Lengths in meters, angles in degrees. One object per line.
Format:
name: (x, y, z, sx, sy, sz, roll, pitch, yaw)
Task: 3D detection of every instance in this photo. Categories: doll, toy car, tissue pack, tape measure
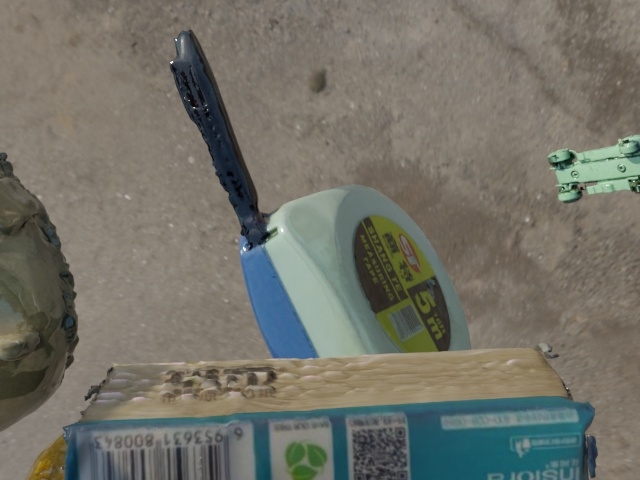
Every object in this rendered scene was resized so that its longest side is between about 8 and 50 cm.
doll: (-0.341, 0.001, 0.743, 0.247, 0.247, 0.350, -28, 51, 1)
toy car: (0.360, -0.092, 1.119, 0.054, 0.143, 0.073, -32, 105, -39)
tissue pack: (0.007, 0.164, 0.493, 0.270, 0.134, 0.192, -1, 99, -4)
tape measure: (0.000, 0.000, 0.716, 0.097, 0.215, 0.352, -28, 85, 30)

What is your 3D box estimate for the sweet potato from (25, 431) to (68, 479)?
sweet potato: (-0.184, 0.192, 0.640, 0.062, 0.233, 0.081, -8, 114, 18)
